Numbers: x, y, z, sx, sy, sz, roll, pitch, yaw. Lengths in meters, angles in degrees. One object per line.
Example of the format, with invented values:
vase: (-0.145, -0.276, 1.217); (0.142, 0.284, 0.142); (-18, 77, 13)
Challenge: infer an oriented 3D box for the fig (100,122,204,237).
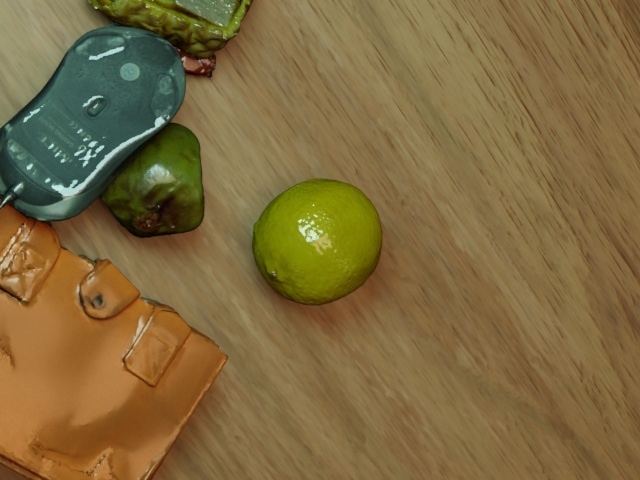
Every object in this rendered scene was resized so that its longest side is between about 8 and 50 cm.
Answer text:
fig: (-0.219, -0.085, 1.684); (0.154, 0.144, 0.165); (21, 74, 14)

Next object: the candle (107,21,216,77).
candle: (-0.222, -0.269, 1.713); (0.162, 0.048, 0.053); (15, 58, -21)

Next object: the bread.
bread: (-0.199, -0.354, 1.674); (0.222, 0.096, 0.181); (23, 65, -22)

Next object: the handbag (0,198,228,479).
handbag: (-0.362, 0.155, 1.643); (0.410, 0.116, 0.303); (37, 78, -20)

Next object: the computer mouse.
computer mouse: (-0.327, -0.127, 1.591); (0.167, 0.090, 0.379); (43, 73, 7)

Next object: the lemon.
lemon: (0.000, 0.000, 1.754); (0.203, 0.178, 0.178); (-32, 105, -31)
